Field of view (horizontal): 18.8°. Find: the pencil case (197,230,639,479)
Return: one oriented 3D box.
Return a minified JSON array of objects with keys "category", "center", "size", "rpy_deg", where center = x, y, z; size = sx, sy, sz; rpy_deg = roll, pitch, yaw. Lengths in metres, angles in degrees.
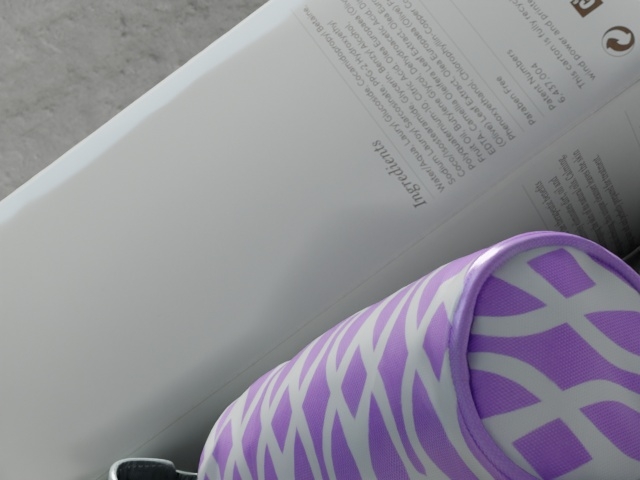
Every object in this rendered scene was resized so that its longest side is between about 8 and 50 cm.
[{"category":"pencil case","center":[0.035,0.060,0.612],"size":[0.088,0.086,0.206],"rpy_deg":[2,-16,-27]}]

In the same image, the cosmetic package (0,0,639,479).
[{"category":"cosmetic package","center":[0.000,0.000,0.946],"size":[0.365,0.155,0.197],"rpy_deg":[-35,-23,2]}]

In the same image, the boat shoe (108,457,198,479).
[{"category":"boat shoe","center":[-0.061,0.125,0.822],"size":[0.227,0.081,0.079],"rpy_deg":[-36,1,25]}]
